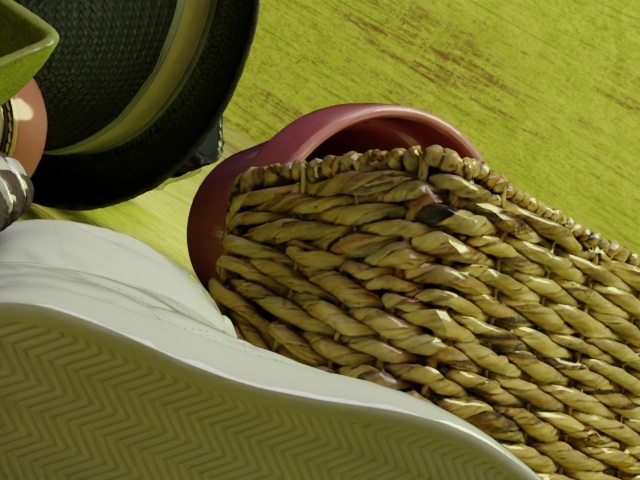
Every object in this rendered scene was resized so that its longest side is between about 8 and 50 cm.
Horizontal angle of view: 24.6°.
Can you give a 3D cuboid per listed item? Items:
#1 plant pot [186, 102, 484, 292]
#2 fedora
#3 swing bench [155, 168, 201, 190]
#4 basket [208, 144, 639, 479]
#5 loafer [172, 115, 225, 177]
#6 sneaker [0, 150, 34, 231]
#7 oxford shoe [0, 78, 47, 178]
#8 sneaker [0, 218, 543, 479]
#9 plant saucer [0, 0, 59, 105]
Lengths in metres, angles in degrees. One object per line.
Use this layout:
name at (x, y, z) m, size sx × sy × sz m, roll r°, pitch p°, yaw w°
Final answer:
plant pot at (0.000, 0.000, 1.047) m, size 0.201 × 0.201 × 0.180 m, roll 28°, pitch -9°, yaw -31°
fedora at (-0.197, -0.172, 0.947) m, size 0.334 × 0.334 × 0.152 m, roll 33°, pitch 26°, yaw 20°
swing bench at (-0.211, -0.161, 1.209) m, size 0.165 × 0.255 × 0.253 m, roll -6°, pitch 1°, yaw 6°
basket at (0.066, 0.102, 0.846) m, size 0.213 × 0.223 × 0.299 m, roll -4°, pitch -21°, yaw 44°
loafer at (-0.111, -0.192, 1.046) m, size 0.095 × 0.303 × 0.109 m, roll -7°, pitch 16°, yaw 25°
sneaker at (-0.194, -0.043, 0.500) m, size 0.162 × 0.106 × 0.281 m, roll 55°, pitch 3°, yaw -8°
oxford shoe at (-0.321, -0.137, 0.851) m, size 0.348 × 0.123 × 0.130 m, roll 29°, pitch 15°, yaw 20°
sneaker at (-0.023, 0.075, 0.618) m, size 0.292 × 0.108 × 0.169 m, roll 28°, pitch 9°, yaw -16°
plant saucer at (-0.250, -0.083, 0.709) m, size 0.188 × 0.045 × 0.188 m, roll -29°, pitch 47°, yaw -30°
